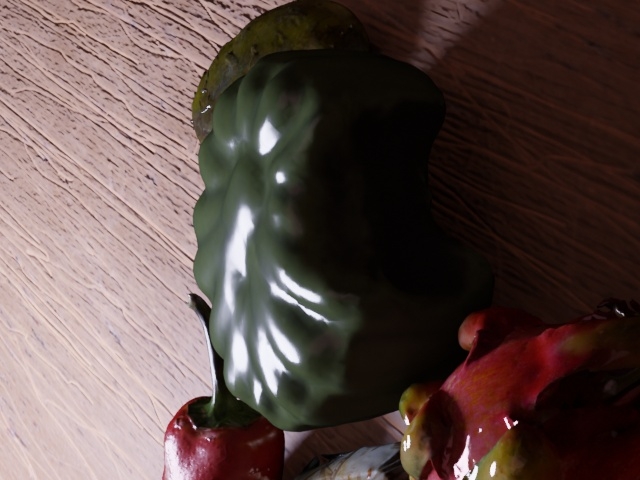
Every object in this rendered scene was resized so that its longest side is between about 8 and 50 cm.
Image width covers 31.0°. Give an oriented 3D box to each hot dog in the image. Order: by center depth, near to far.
[{"bbox_3d":[0.030,0.283,1.128,0.270,0.082,0.162,-26,40,57],"label":"hot dog"}]

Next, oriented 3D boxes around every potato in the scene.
[{"bbox_3d":[-0.046,-0.169,1.245,0.251,0.113,0.149,-32,70,42],"label":"potato"}]

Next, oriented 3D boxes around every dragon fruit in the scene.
[{"bbox_3d":[0.205,0.147,0.874,0.307,0.243,0.227,-17,73,5],"label":"dragon fruit"}]

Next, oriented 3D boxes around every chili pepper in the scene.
[{"bbox_3d":[-0.102,0.233,1.222,0.131,0.134,0.338,-116,36,-56],"label":"chili pepper"}]

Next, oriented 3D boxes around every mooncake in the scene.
[{"bbox_3d":[0.000,0.000,1.076,0.351,0.187,0.351,24,118,61],"label":"mooncake"}]
